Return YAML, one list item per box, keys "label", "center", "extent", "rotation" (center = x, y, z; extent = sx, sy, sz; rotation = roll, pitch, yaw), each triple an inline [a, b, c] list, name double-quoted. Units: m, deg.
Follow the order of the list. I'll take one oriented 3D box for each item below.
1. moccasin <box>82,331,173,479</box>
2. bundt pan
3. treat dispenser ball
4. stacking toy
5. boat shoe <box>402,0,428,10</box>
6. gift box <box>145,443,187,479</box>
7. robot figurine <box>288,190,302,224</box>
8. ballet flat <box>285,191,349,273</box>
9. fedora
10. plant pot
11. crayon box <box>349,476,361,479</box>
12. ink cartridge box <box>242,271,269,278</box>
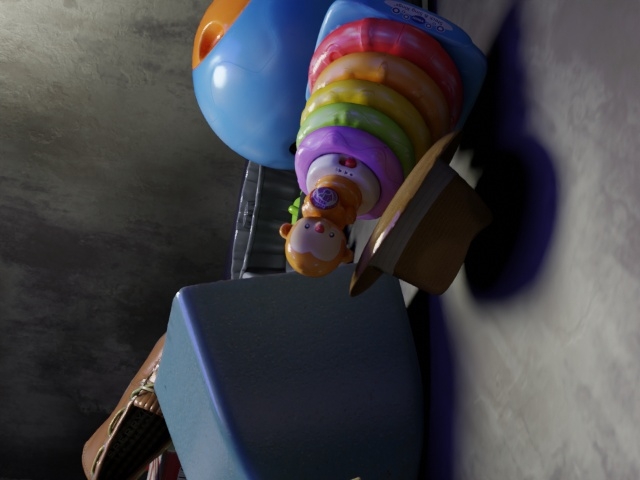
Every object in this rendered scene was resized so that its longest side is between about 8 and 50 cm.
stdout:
- label: "moccasin"
  center: [-0.277, 0.280, 1.549]
  extent: [0.380, 0.139, 0.147]
  rotation: [-46, 24, 0]
- label: "bundt pan"
  center: [-0.097, -0.044, 1.844]
  extent: [0.331, 0.124, 0.331]
  rotation: [-170, 90, -80]
- label: "treat dispenser ball"
  center: [-0.037, -0.243, 1.259]
  extent: [0.288, 0.288, 0.288]
  rotation: [-171, 90, -79]
- label: "stacking toy"
  center: [0.033, -0.081, 0.840]
  extent: [0.166, 0.175, 0.302]
  rotation: [109, -175, -49]
- label: "boat shoe"
  center: [0.098, -0.279, 1.153]
  extent: [0.084, 0.079, 0.233]
  rotation: [119, 156, -57]
- label: "gift box"
  center: [-0.227, 0.458, 1.742]
  extent: [0.258, 0.255, 0.276]
  rotation: [-112, 39, -67]
- label: "robot figurine"
  center: [-0.017, -0.033, 1.559]
  extent: [0.101, 0.067, 0.115]
  rotation: [59, -148, -62]
- label: "ballet flat"
  center: [0.000, 0.000, 1.394]
  extent: [0.096, 0.095, 0.280]
  rotation: [-51, 29, 46]
- label: "fedora"
  center: [0.102, -0.008, 0.803]
  extent: [0.194, 0.079, 0.194]
  rotation: [-55, -10, -14]
- label: "plant pot"
  center: [-0.022, 0.201, 0.964]
  extent: [0.248, 0.247, 0.252]
  rotation: [114, 142, -53]
- label: "crayon box"
  center: [-0.015, 0.389, 0.750]
  extent: [0.083, 0.203, 0.323]
  rotation: [42, -147, -47]
- label: "ink cartridge box"
  center: [-0.084, 0.176, 1.584]
  extent: [0.289, 0.121, 0.211]
  rotation: [-165, 85, -80]
